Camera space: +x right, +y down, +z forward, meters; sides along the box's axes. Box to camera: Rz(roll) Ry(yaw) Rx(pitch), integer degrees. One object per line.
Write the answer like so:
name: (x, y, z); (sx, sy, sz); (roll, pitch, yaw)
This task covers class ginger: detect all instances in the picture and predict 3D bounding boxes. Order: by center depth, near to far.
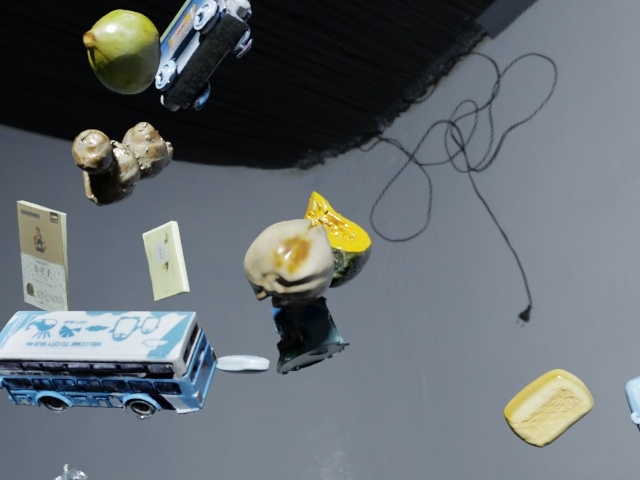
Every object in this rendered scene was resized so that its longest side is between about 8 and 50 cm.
ginger: (-0.596, -0.249, 1.869); (0.176, 0.375, 0.256); (30, 123, 21)

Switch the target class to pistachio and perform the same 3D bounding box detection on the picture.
pistachio: (-0.042, 0.031, 0.917); (0.215, 0.144, 0.143); (-76, 4, -80)

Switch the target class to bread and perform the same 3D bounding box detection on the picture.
bread: (0.573, 0.417, 1.528); (0.217, 0.147, 0.098); (-45, 5, 18)

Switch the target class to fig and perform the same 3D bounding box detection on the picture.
fig: (-0.331, -0.321, 1.024); (0.153, 0.121, 0.135); (123, 134, -71)

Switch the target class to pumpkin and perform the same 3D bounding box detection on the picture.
pumpkin: (0.000, 0.001, 1.633); (0.281, 0.190, 0.139); (40, 127, 28)

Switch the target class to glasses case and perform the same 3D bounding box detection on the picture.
glasses case: (-0.191, 0.303, 1.473); (0.179, 0.067, 0.045); (-14, 69, 50)

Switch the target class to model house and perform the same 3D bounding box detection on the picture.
model house: (-0.034, 0.137, 1.039); (0.148, 0.120, 0.148); (103, 151, -66)

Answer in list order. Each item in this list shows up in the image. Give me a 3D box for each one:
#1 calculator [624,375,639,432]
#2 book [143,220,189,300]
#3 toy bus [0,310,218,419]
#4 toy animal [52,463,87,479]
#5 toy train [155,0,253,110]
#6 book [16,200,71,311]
calculator: (0.617, 0.279, 1.052); (0.039, 0.211, 0.121); (-43, 63, 64)
book: (-0.239, 0.033, 0.928); (0.077, 0.014, 0.110); (-18, 81, 36)
toy bus: (-0.309, 0.174, 0.866); (0.106, 0.298, 0.130); (-79, -15, -50)
toy animal: (-0.436, 0.411, 1.043); (0.084, 0.028, 0.050); (-32, 32, 9)
toy train: (-0.265, -0.437, 1.327); (0.300, 0.131, 0.201); (-43, 44, 26)
book: (-0.498, 0.035, 1.088); (0.139, 0.016, 0.198); (13, 108, 32)
